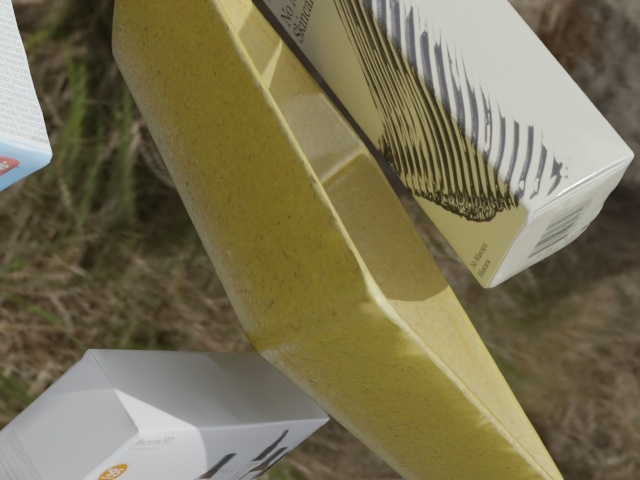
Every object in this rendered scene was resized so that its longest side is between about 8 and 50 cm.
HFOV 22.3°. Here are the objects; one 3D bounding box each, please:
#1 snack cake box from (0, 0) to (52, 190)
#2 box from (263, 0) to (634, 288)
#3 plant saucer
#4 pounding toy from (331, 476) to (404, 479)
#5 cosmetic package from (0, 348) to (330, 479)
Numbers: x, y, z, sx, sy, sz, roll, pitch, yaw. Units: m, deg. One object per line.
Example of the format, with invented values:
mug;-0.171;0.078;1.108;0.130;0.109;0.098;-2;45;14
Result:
snack cake box;-0.222;-0.096;0.547;0.264;0.089;0.152;14;54;-58
box;0.075;-0.113;1.072;0.094;0.275;0.113;-29;160;-24
plant saucer;0.000;0.000;0.959;0.081;0.332;0.333;-34;144;7
pounding toy;0.039;0.257;1.482;0.206;0.181;0.094;21;72;-27
cosmetic package;-0.091;0.117;0.964;0.099;0.060;0.239;-43;160;16
